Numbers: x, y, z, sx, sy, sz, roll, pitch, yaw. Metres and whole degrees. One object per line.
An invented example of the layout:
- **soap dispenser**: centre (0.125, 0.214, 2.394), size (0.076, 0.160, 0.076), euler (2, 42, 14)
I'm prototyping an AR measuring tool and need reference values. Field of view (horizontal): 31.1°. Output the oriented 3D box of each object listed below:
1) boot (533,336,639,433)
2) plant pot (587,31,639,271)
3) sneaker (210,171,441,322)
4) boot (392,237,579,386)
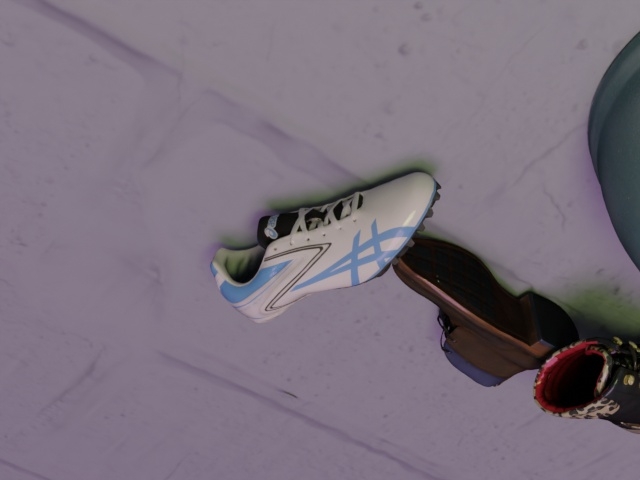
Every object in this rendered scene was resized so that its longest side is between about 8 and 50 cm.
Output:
- **boot**: centre (0.331, 0.120, 1.060), size (0.178, 0.085, 0.236), euler (14, 147, -43)
- **plant pot**: centre (0.356, -0.026, 0.858), size (0.293, 0.196, 0.293), euler (3, 137, 3)
- **sneaker**: centre (0.000, 0.000, 1.021), size (0.237, 0.085, 0.086), euler (-29, 119, 29)
- **boot**: centre (0.132, 0.078, 1.086), size (0.219, 0.082, 0.106), euler (29, 131, -24)
